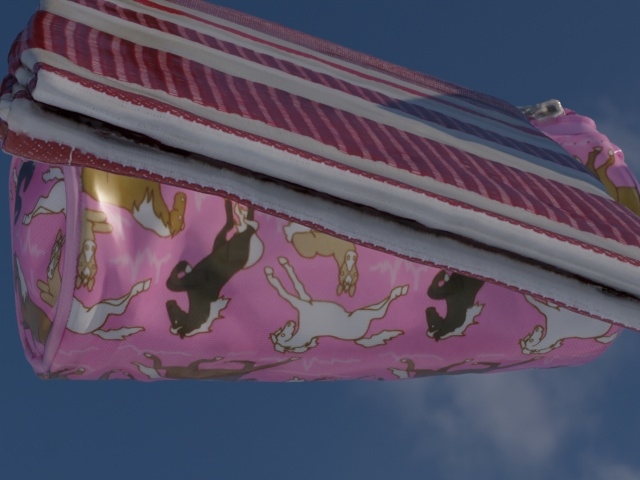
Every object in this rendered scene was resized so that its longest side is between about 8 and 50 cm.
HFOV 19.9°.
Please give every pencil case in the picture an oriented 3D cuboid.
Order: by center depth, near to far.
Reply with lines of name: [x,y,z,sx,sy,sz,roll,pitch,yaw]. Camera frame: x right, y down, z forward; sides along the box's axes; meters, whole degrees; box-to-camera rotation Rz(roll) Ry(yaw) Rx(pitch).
pencil case: [0.000,0.000,1.110,0.386,0.167,0.160,-1,-23,-20]

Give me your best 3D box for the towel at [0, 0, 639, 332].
towel: [0.001,-0.042,0.695,0.237,0.329,0.037,17,-78,-10]
